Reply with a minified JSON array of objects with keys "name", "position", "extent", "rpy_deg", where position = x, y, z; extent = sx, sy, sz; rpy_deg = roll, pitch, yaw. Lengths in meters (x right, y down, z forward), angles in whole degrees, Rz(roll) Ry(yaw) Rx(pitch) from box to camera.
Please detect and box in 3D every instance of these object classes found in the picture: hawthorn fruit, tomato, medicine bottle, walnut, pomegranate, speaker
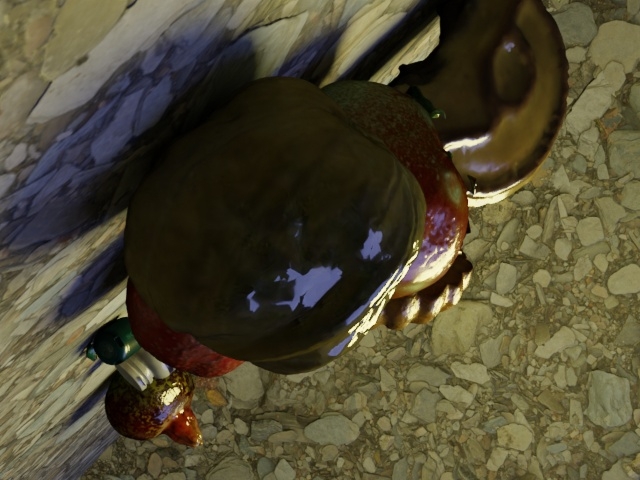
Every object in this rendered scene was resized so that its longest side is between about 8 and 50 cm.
[{"name":"hawthorn fruit","position":[-0.142,0.057,1.065],"extent":[0.205,0.205,0.253],"rpy_deg":[-43,167,-35]},{"name":"tomato","position":[0.043,-0.053,1.117],"extent":[0.239,0.303,0.303],"rpy_deg":[-32,172,-23]},{"name":"medicine bottle","position":[-0.292,0.187,1.581],"extent":[0.191,0.107,0.107],"rpy_deg":[-44,177,-24]},{"name":"walnut","position":[-0.039,-0.011,0.837],"extent":[0.277,0.253,0.282],"rpy_deg":[-51,168,-2]},{"name":"pomegranate","position":[-0.356,0.371,1.879],"extent":[0.214,0.248,0.214],"rpy_deg":[-44,170,-9]},{"name":"speaker","position":[-0.327,0.158,1.317],"extent":[0.094,0.060,0.075],"rpy_deg":[-8,-167,23]}]

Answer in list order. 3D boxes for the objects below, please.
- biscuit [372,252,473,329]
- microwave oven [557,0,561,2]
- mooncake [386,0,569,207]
[{"name":"biscuit","position":[0.068,0.038,1.314],"extent":[0.326,0.325,0.107],"rpy_deg":[-41,147,-57]},{"name":"microwave oven","position":[0.567,-0.655,1.849],"extent":[0.162,0.122,0.208],"rpy_deg":[-44,176,-24]},{"name":"mooncake","position":[0.210,-0.247,1.395],"extent":[0.246,0.393,0.394],"rpy_deg":[-179,-87,-67]}]
